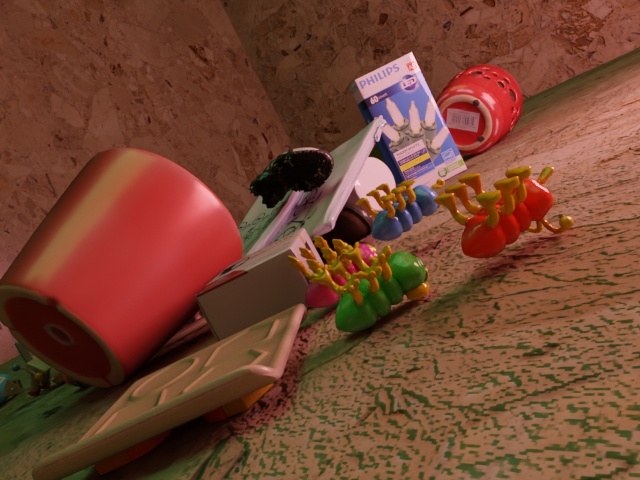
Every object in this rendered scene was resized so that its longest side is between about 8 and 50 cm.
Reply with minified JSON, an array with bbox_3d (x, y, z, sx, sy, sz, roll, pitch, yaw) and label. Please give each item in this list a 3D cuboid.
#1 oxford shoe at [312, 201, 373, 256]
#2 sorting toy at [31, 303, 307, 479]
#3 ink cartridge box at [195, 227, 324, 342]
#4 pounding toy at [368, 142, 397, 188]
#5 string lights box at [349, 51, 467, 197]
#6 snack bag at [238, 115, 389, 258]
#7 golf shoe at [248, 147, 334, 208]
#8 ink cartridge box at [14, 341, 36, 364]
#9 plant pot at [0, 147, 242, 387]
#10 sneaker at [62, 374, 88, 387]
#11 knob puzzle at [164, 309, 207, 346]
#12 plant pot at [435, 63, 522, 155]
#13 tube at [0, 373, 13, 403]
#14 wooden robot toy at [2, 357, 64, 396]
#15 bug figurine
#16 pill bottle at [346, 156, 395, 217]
[{"bbox_3d":[0.000,0.000,0.940,0.227,0.083,0.096,-19,29,53],"label":"oxford shoe"},{"bbox_3d":[-0.104,0.125,0.486,0.193,0.038,0.208,-26,2,8],"label":"sorting toy"},{"bbox_3d":[-0.067,0.052,0.724,0.127,0.072,0.175,-27,7,6],"label":"ink cartridge box"},{"bbox_3d":[0.135,-0.127,1.356,0.183,0.110,0.237,-38,-22,-3],"label":"pounding toy"},{"bbox_3d":[0.177,-0.231,1.177,0.133,0.259,0.077,-28,6,-4],"label":"string lights box"},{"bbox_3d":[-0.052,-0.057,0.988,0.342,0.037,0.323,-28,23,40],"label":"snack bag"},{"bbox_3d":[-0.040,-0.122,0.938,0.198,0.077,0.094,-15,32,50],"label":"golf shoe"},{"bbox_3d":[-0.677,0.265,1.415,0.092,0.090,0.143,-32,9,-37],"label":"ink cartridge box"},{"bbox_3d":[-0.282,0.047,0.791,0.275,0.275,0.243,-21,28,41],"label":"plant pot"},{"bbox_3d":[-0.321,0.165,0.886,0.065,0.061,0.158,9,56,46],"label":"sneaker"},{"bbox_3d":[-0.246,0.139,0.955,0.213,0.030,0.213,-27,6,3],"label":"knob puzzle"},{"bbox_3d":[0.361,-0.299,1.355,0.191,0.191,0.174,-21,17,42],"label":"plant pot"},{"bbox_3d":[-0.653,0.320,1.087,0.080,0.052,0.207,-31,11,5],"label":"tube"},{"bbox_3d":[-0.475,0.239,1.031,0.079,0.076,0.173,12,19,15],"label":"wooden robot toy"},{"bbox_3d":[0.081,0.001,0.538,0.216,0.072,0.279,-34,12,-11],"label":"bug figurine"},{"bbox_3d":[0.034,-0.081,1.128,0.131,0.131,0.229,-31,8,-36],"label":"pill bottle"}]
